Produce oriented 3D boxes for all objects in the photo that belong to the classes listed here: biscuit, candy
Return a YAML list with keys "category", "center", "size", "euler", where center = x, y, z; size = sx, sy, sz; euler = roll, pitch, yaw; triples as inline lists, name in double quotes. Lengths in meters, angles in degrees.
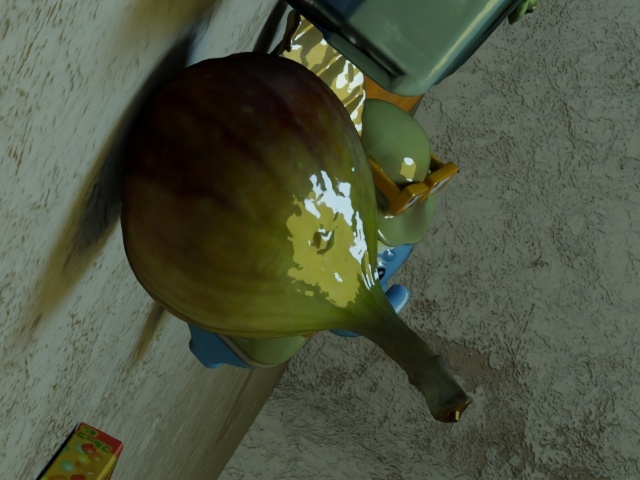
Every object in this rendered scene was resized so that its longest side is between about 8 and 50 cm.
- category: "biscuit"
  center: [-0.032, -0.073, 1.275]
  size: [0.118, 0.061, 0.183]
  euler: [34, 82, -45]
- category: "candy"
  center: [-0.187, 0.189, 1.316]
  size: [0.062, 0.038, 0.122]
  euler: [-64, 175, 36]

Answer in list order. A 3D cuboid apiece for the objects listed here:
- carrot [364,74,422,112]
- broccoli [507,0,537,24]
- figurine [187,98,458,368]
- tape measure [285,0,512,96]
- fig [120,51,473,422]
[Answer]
- category: "carrot"
  center: [0.045, -0.173, 1.560]
  size: [0.307, 0.100, 0.258]
  euler: [-41, 162, -57]
- category: "broccoli"
  center: [0.201, -0.300, 1.370]
  size: [0.248, 0.246, 0.288]
  euler: [-55, 154, -31]
- category: "figurine"
  center: [-0.003, -0.002, 1.432]
  size: [0.180, 0.153, 0.262]
  euler: [-3, 147, -32]
- category: "tape measure"
  center: [0.077, -0.200, 0.951]
  size: [0.259, 0.138, 0.262]
  euler: [-48, 179, 2]
- category: "fig"
  center: [-0.027, 0.013, 1.002]
  size: [0.143, 0.230, 0.160]
  euler: [-19, 171, -13]
